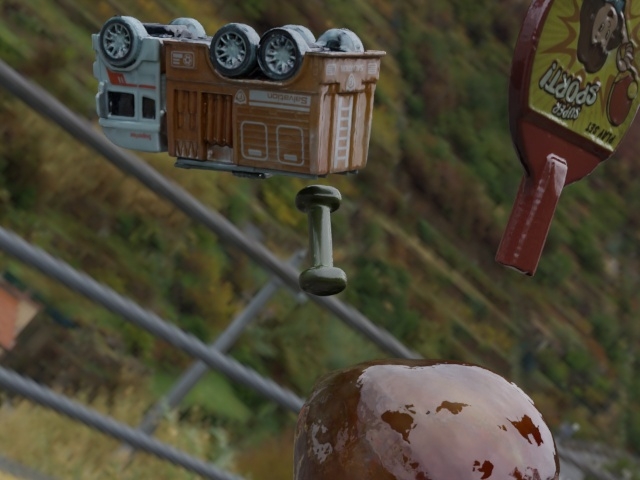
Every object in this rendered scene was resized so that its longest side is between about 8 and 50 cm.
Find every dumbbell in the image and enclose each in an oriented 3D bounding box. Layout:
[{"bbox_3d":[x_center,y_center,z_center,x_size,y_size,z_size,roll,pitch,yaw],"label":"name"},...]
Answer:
[{"bbox_3d":[0.000,0.000,1.549,0.052,0.046,0.118,10,61,-23],"label":"dumbbell"}]

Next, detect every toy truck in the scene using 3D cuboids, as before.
[{"bbox_3d":[-0.095,-0.150,1.556,0.305,0.162,0.136,9,11,30],"label":"toy truck"}]

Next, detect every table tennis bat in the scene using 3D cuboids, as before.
[{"bbox_3d":[0.295,-0.160,1.750,0.051,0.414,0.268,19,0,41],"label":"table tennis bat"}]

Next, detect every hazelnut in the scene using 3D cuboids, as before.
[{"bbox_3d":[0.128,0.319,1.915,0.359,0.359,0.409,42,-25,3],"label":"hazelnut"}]
